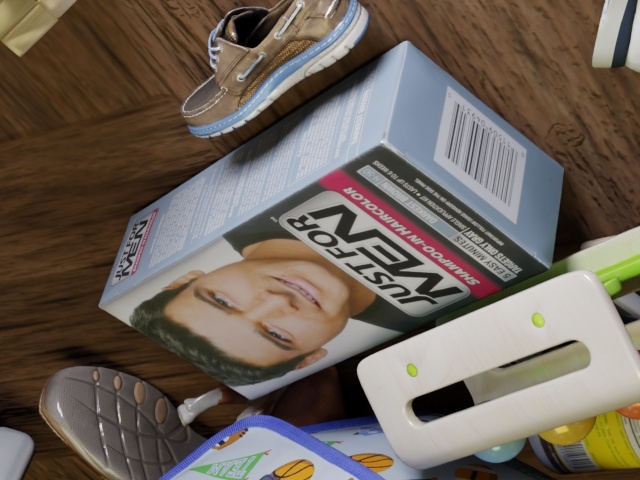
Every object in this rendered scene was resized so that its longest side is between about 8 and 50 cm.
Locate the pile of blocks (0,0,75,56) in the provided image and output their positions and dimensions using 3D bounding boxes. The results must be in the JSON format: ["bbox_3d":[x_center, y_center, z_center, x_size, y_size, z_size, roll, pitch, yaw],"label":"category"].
[{"bbox_3d":[-0.259,-0.221,0.911,0.113,0.362,0.149,-41,80,14],"label":"pile of blocks"}]

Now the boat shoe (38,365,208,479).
[{"bbox_3d":[-0.197,0.253,1.580,0.116,0.123,0.324,-20,130,40],"label":"boat shoe"}]

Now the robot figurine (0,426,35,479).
[{"bbox_3d":[-0.514,0.247,1.606,0.354,0.200,0.300,15,116,-2],"label":"robot figurine"}]

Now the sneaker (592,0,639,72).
[{"bbox_3d":[0.238,-0.185,0.884,0.095,0.090,0.235,16,156,8],"label":"sneaker"}]

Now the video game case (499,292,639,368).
[{"bbox_3d":[0.261,0.111,1.321,0.201,0.023,0.183,34,139,-22],"label":"video game case"}]

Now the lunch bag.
[{"bbox_3d":[0.035,0.295,1.255,0.386,0.238,0.328,-4,-168,-28],"label":"lunch bag"}]

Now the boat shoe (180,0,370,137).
[{"bbox_3d":[-0.049,-0.144,1.062,0.183,0.066,0.066,-31,120,32],"label":"boat shoe"}]

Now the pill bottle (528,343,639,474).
[{"bbox_3d":[0.294,0.138,1.225,0.215,0.117,0.117,-12,136,31],"label":"pill bottle"}]

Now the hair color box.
[{"bbox_3d":[0.000,0.000,1.185,0.185,0.113,0.374,35,139,-26],"label":"hair color box"}]

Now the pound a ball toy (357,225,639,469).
[{"bbox_3d":[0.216,0.080,1.129,0.319,0.208,0.135,-28,89,47],"label":"pound a ball toy"}]

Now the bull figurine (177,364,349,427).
[{"bbox_3d":[-0.026,0.239,1.496,0.188,0.101,0.310,-22,131,-6],"label":"bull figurine"}]
